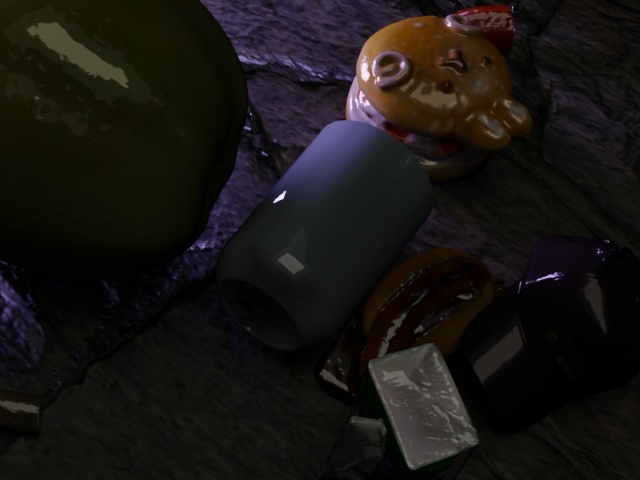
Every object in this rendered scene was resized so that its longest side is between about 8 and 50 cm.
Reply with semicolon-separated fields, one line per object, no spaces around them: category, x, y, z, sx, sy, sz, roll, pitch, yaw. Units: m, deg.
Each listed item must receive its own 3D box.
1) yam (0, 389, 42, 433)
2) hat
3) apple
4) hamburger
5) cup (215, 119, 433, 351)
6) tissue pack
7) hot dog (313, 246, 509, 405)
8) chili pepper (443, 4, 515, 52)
yam;-0.421;0.214;1.304;0.132;0.054;0.054;10;55;-7
hat;0.374;0.122;1.413;0.336;0.209;0.238;-39;103;-31
apple;-0.320;-0.167;1.357;0.474;0.473;0.473;6;55;-8
hamburger;0.192;-0.229;1.657;0.261;0.186;0.302;-21;65;-23
cup;0.000;0.000;1.452;0.205;0.205;0.312;33;58;11
tissue pack;0.086;0.254;1.290;0.156;0.209;0.148;-15;61;-18
hot dog;0.153;0.112;1.463;0.194;0.107;0.326;32;56;10
chili pepper;0.264;-0.382;1.858;0.169;0.065;0.088;-5;83;-7
